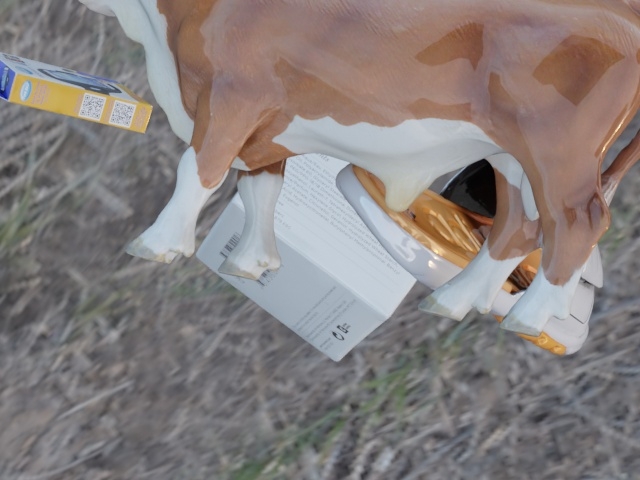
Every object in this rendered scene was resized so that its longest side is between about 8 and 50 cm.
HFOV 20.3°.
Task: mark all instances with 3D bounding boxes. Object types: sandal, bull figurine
[{"bbox_3d":[0.103,-0.006,0.959,0.076,0.265,0.102,-43,64,14],"label":"sandal"},{"bbox_3d":[0.008,-0.068,0.853,0.310,0.101,0.188,11,88,17],"label":"bull figurine"}]

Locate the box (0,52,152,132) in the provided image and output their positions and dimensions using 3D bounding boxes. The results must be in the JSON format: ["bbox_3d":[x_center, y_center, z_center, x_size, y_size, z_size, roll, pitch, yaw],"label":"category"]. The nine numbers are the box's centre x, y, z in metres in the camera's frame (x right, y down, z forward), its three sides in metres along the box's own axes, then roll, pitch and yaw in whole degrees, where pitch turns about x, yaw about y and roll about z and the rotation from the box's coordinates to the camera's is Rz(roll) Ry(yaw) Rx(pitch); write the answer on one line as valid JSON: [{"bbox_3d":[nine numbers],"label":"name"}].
[{"bbox_3d":[-0.212,-0.122,1.442,0.136,0.081,0.028,14,102,-31],"label":"box"}]

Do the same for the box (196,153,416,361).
[{"bbox_3d":[0.000,0.000,1.685,0.182,0.181,0.119,37,68,-2],"label":"box"}]
